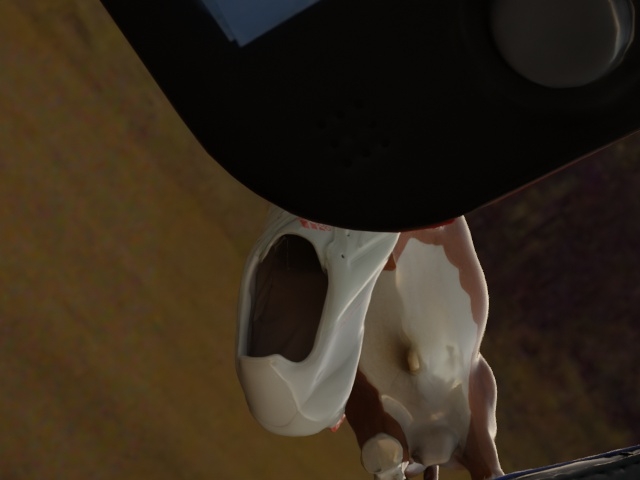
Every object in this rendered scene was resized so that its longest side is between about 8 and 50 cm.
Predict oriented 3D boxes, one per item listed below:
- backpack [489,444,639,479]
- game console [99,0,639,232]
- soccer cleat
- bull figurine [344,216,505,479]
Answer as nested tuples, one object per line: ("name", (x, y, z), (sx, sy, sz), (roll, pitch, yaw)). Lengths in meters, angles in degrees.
("backpack", (0.104, 0.138, 0.674), (0.105, 0.114, 0.084), (-114, -152, -43))
("game console", (0.025, -0.208, 0.451), (0.387, 0.342, 0.060), (55, 35, -14))
("soccer cleat", (0.000, 0.000, 0.862), (0.076, 0.068, 0.196), (66, 28, -51))
("bull figurine", (0.037, 0.015, 0.999), (0.188, 0.101, 0.310), (-102, 173, -71))
